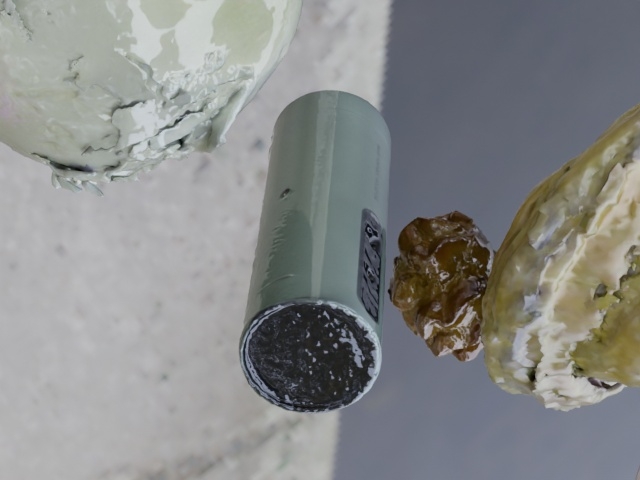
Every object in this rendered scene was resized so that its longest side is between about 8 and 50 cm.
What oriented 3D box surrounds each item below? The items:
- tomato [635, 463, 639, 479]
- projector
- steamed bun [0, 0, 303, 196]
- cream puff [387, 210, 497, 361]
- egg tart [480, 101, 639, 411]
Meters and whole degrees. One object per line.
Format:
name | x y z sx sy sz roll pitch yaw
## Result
tomato | 0.293 0.157 0.924 0.321 0.321 0.321 -24 140 -22
projector | 0.000 0.000 1.588 0.108 0.337 0.108 1 121 2
steamed bun | -0.199 -0.189 1.523 0.312 0.233 0.334 39 140 -27
cream puff | 0.112 0.034 1.648 0.094 0.122 0.116 -38 173 25
egg tart | 0.278 0.008 1.509 0.352 0.150 0.352 -32 149 -23
